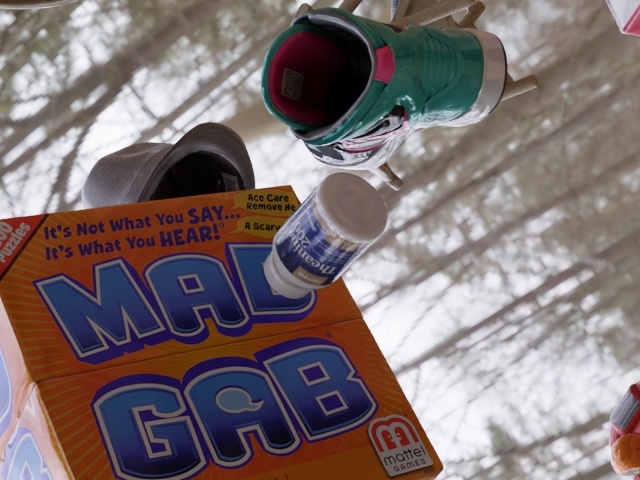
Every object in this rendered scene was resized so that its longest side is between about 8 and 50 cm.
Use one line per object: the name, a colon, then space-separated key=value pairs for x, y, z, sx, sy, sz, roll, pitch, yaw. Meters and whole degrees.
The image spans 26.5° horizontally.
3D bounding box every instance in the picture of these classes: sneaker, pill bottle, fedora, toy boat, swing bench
sneaker: x=0.015 y=-0.132 z=1.259 sx=0.178 sy=0.295 sz=0.124 roll=4 pitch=-102 yaw=-30
pill bottle: x=0.000 y=0.000 z=1.157 sx=0.067 sy=0.120 sz=0.067 roll=18 pitch=-129 yaw=-23
fedora: x=-0.194 y=-0.039 z=1.621 sx=0.124 sy=0.244 sz=0.275 roll=24 pitch=-176 yaw=26
toy boat: x=0.423 y=0.271 z=1.684 sx=0.151 sy=0.151 sz=0.231 roll=6 pitch=-148 yaw=-33
swing bench: x=0.103 y=-0.231 z=1.754 sx=0.253 sy=0.254 sz=0.165 roll=35 pitch=-158 yaw=-57

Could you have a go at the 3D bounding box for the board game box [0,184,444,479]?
board game box: x=-0.167 y=0.205 z=1.377 sx=0.356 sy=0.356 sz=0.356 roll=-8 pitch=-123 yaw=-34

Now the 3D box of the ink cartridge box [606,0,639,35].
ink cartridge box: x=0.388 y=-0.258 z=1.186 sx=0.237 sy=0.172 sz=0.100 roll=4 pitch=-131 yaw=-22

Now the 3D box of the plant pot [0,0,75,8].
plant pot: x=-0.253 y=-0.379 z=1.115 sx=0.256 sy=0.256 sz=0.274 roll=31 pitch=-140 yaw=-40
